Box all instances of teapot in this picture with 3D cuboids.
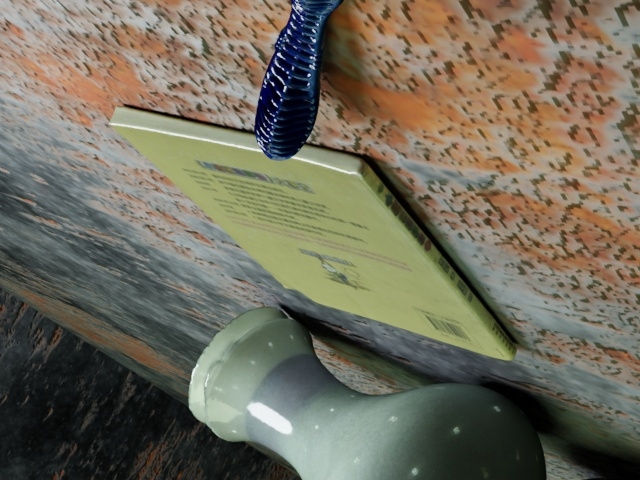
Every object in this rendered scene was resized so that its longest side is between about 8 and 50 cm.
[{"bbox_3d":[0.024,0.147,0.697,0.251,0.183,0.183,32,169,36],"label":"teapot"}]

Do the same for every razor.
[{"bbox_3d":[-0.007,-0.062,0.314,0.044,0.028,0.154,28,163,4],"label":"razor"}]

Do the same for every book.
[{"bbox_3d":[0.000,0.000,0.526,0.168,0.013,0.192,16,160,38],"label":"book"}]

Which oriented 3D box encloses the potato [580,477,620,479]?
[{"bbox_3d":[0.207,0.244,0.675,0.137,0.154,0.200,11,-176,1],"label":"potato"}]
